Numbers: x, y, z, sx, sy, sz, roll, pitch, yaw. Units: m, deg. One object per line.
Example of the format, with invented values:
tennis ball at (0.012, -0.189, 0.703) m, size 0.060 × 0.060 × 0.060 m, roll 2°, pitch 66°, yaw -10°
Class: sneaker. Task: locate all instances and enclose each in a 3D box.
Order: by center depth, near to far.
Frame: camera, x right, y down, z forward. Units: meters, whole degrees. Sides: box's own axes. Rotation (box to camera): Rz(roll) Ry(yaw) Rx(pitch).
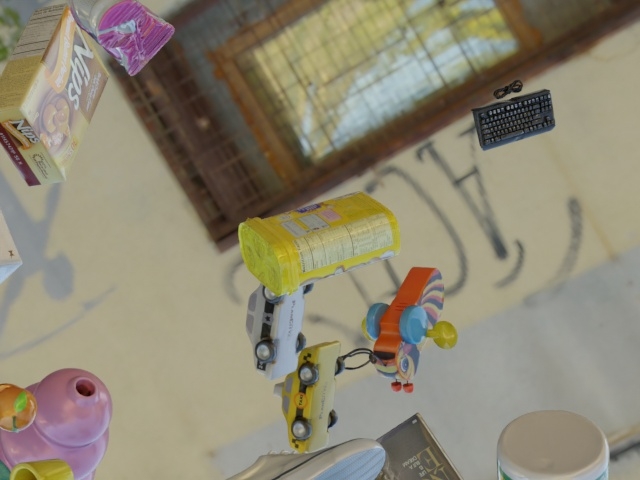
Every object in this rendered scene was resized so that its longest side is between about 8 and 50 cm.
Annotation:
sneaker at (-0.035, 0.303, 1.611) m, size 0.258 × 0.094 × 0.091 m, roll -16°, pitch -141°, yaw -32°
sneaker at (-0.304, -0.334, 1.883) m, size 0.103 × 0.111 × 0.252 m, roll -46°, pitch 167°, yaw -2°

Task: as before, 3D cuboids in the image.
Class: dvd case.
dvd case at (0.148, 0.401, 1.936) m, size 0.164 × 0.221 × 0.018 m, roll -36°, pitch 174°, yaw 18°

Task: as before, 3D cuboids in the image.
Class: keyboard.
keyboard at (0.351, -0.234, 2.264) m, size 0.180 × 0.108 × 0.023 m, roll -18°, pitch -172°, yaw -31°

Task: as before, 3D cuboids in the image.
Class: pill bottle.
pill bottle at (0.252, 0.296, 1.349) m, size 0.118 × 0.208 × 0.117 m, roll -5°, pitch -149°, yaw 3°

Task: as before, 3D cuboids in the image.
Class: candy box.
candy box at (-0.504, -0.274, 2.328) m, size 0.088 × 0.183 × 0.316 m, roll -7°, pitch -136°, yaw 18°

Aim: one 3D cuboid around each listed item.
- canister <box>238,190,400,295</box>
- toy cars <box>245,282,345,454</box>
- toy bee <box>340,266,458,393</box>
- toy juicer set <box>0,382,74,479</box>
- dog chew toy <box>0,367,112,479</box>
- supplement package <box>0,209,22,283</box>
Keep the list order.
canister at (0.000, 0.000, 1.565) m, size 0.170 × 0.073 × 0.126 m, roll -17°, pitch -152°, yaw -22°
toy cars at (-0.052, 0.182, 1.995) m, size 0.087 × 0.393 × 0.176 m, roll 12°, pitch -128°, yaw 28°
toy bee at (0.138, 0.189, 2.282) m, size 0.298 × 0.162 × 0.195 m, roll -34°, pitch -148°, yaw -23°
toy juicer set at (-0.480, 0.307, 1.689) m, size 0.329 × 0.209 × 0.089 m, roll -33°, pitch 166°, yaw 37°
dog chew toy at (-0.443, 0.324, 2.051) m, size 0.207 × 0.206 × 0.332 m, roll -35°, pitch 167°, yaw -47°
supplement package at (-0.688, 0.041, 2.178) m, size 0.178 × 0.175 × 0.293 m, roll -8°, pitch 158°, yaw -49°
